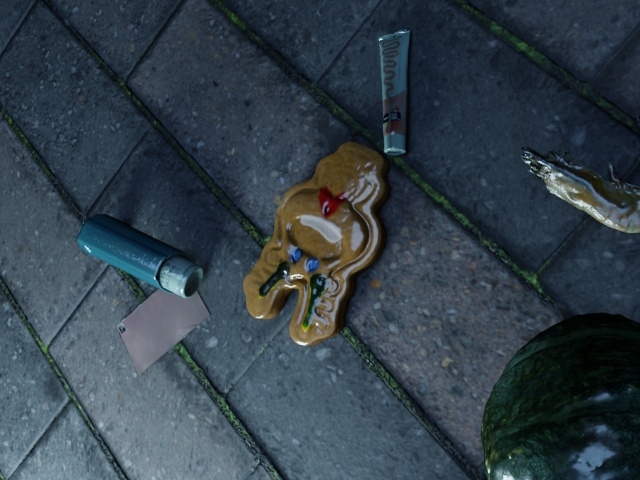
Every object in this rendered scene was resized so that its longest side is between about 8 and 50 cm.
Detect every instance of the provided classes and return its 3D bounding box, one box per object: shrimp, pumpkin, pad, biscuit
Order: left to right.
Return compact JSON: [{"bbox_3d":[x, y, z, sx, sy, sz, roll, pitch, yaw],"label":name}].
[{"bbox_3d":[-0.288,0.147,1.368,0.188,0.006,0.113,-41,63,16],"label":"pad"},{"bbox_3d":[0.000,0.000,1.207,0.202,0.047,0.334,31,96,30],"label":"biscuit"},{"bbox_3d":[0.299,0.214,0.853,0.263,0.197,0.293,-20,40,35],"label":"pumpkin"},{"bbox_3d":[0.381,-0.106,1.008,0.219,0.046,0.152,30,98,26],"label":"shrimp"}]

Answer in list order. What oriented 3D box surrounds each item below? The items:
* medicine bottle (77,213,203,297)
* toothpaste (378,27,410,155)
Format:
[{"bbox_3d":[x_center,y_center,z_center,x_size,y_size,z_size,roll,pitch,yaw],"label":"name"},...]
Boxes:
[{"bbox_3d":[-0.326,0.025,1.359,0.258,0.124,0.079,24,87,20],"label":"medicine bottle"},{"bbox_3d":[0.118,-0.236,1.190,0.056,0.036,0.205,-8,74,30],"label":"toothpaste"}]
